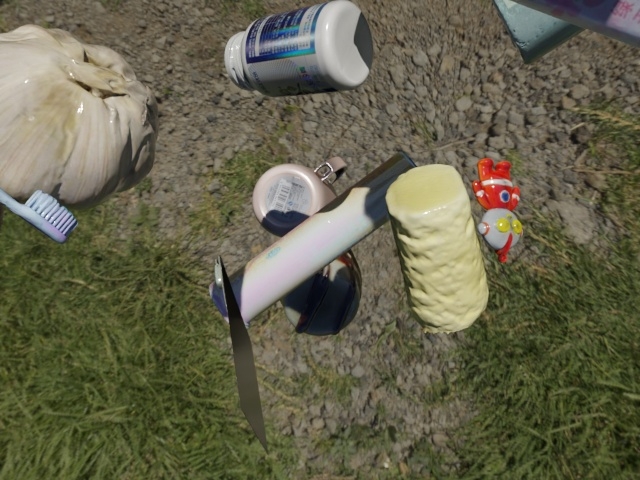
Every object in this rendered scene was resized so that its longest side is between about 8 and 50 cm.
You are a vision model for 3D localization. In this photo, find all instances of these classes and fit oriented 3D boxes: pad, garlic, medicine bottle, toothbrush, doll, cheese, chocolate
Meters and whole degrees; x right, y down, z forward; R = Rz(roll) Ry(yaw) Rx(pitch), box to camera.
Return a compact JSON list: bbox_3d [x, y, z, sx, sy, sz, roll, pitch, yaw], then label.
[{"bbox_3d":[-0.087,0.147,0.592,0.009,0.265,0.160,-12,59,-6],"label":"pad"},{"bbox_3d":[-0.284,-0.144,0.573,0.228,0.228,0.152,50,133,1],"label":"garlic"},{"bbox_3d":[-0.034,-0.247,0.682,0.191,0.107,0.107,7,102,37],"label":"medicine bottle"},{"bbox_3d":[-0.175,-0.061,0.213,0.013,0.193,0.019,13,60,37],"label":"toothbrush"},{"bbox_3d":[0.414,-0.069,1.194,0.142,0.076,0.245,6,73,-22],"label":"doll"},{"bbox_3d":[0.135,0.009,0.586,0.093,0.123,0.167,-8,118,18],"label":"cheese"},{"bbox_3d":[0.450,-0.498,0.915,0.289,0.245,0.245,-27,93,27],"label":"medicine bottle"},{"bbox_3d":[0.006,0.152,1.521,0.283,0.186,0.284,-2,104,-7],"label":"chocolate"},{"bbox_3d":[0.000,0.000,0.933,0.426,0.108,0.108,-36,90,2],"label":"medicine bottle"}]

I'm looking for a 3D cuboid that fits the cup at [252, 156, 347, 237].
[{"bbox_3d":[-0.040,-0.114,1.265,0.252,0.200,0.192,-40,85,7],"label":"cup"}]

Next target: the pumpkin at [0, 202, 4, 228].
[{"bbox_3d":[-0.454,0.036,0.533,0.095,0.290,0.259,7,92,7],"label":"pumpkin"}]

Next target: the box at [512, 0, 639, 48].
[{"bbox_3d":[0.242,-0.315,0.479,0.369,0.112,0.190,21,137,3],"label":"box"}]
